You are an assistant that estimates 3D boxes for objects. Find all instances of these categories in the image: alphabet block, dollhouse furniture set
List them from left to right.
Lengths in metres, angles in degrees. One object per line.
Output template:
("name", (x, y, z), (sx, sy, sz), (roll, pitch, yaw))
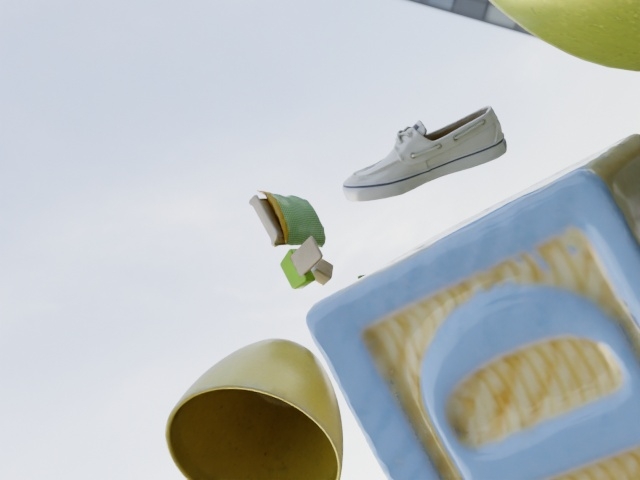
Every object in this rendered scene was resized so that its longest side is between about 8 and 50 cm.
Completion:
("dollhouse furniture set", (0.000, 0.000, 0.967), (0.076, 0.152, 0.058), (-1, -36, -47))
("alphabet block", (0.142, 0.067, 0.616), (0.193, 0.192, 0.197), (64, -154, 1))

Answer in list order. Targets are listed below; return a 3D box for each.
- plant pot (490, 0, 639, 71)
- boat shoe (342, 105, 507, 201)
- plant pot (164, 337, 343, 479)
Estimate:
("plant pot", (0.196, -0.193, 0.274), (0.274, 0.293, 0.275), (-3, -84, -28))
("boat shoe", (0.058, -0.053, 0.598), (0.035, 0.100, 0.035), (-99, -10, -70))
("plant pot", (-0.040, 0.130, 0.787), (0.095, 0.134, 0.134), (-69, -16, -53))
